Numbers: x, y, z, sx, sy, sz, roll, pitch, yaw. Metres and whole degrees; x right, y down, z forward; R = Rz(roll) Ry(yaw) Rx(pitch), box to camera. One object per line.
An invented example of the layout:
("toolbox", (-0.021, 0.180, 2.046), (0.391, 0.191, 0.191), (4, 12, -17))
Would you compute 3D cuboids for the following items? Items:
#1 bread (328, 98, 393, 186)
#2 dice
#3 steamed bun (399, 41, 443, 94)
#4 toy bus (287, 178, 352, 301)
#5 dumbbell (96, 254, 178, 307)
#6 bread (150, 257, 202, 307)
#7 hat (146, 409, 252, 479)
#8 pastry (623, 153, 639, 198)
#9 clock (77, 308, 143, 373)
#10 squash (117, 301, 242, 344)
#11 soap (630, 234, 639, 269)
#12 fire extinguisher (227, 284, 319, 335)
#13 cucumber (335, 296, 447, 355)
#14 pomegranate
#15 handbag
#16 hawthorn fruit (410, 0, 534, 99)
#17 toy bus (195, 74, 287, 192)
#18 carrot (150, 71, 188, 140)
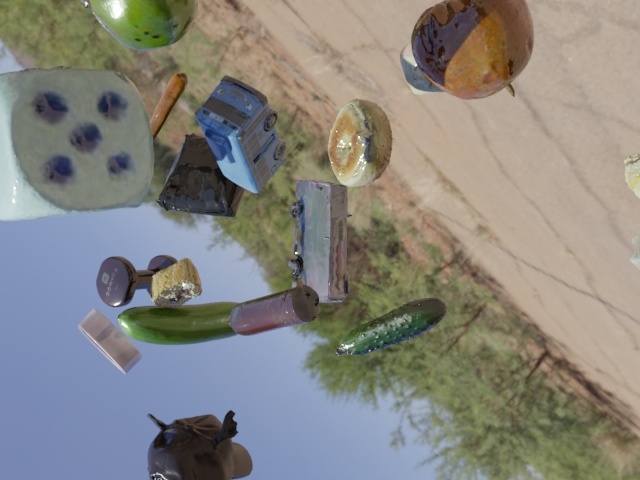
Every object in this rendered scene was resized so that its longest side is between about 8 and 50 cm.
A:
("bread", (0.145, -0.327, 2.230), (0.159, 0.305, 0.305), (0, -160, -25))
("dice", (-0.492, -0.176, 1.248), (0.265, 0.262, 0.268), (-9, -173, -40))
("steamed bun", (0.341, -0.487, 1.815), (0.239, 0.152, 0.170), (-2, 127, 31))
("toy bus", (0.000, 0.000, 1.659), (0.138, 0.316, 0.112), (-2, 176, 40))
("dumbbell", (-0.502, 0.110, 1.830), (0.124, 0.140, 0.225), (27, -168, 27))
("bread", (-0.359, 0.111, 1.648), (0.082, 0.125, 0.106), (55, -167, -35))
("hat", (-0.293, 0.498, 1.645), (0.238, 0.208, 0.336), (9, -176, 25))
("pastry", (0.811, -0.174, 1.513), (0.258, 0.089, 0.121), (-17, 85, 56))
("clock", (-0.591, 0.284, 1.836), (0.197, 0.068, 0.197), (37, 156, 19))
("squash", (-0.329, 0.216, 1.707), (0.395, 0.107, 0.107), (0, -155, -33))
("soap", (0.828, 0.071, 1.413), (0.274, 0.089, 0.173), (35, 146, -16))
("fire extinguisher", (-0.104, 0.142, 1.294), (0.268, 0.089, 0.072), (-20, 99, 46))
("cucumber", (0.131, 0.166, 1.233), (0.069, 0.227, 0.069), (62, -169, -21))
("pomegranate", (-0.370, -0.581, 1.477), (0.260, 0.341, 0.260), (63, -178, -5))
("handbag", (-0.296, -0.180, 1.718), (0.223, 0.246, 0.080), (8, 148, 14))
("hawthorn fruit", (0.374, -0.447, 1.521), (0.298, 0.277, 0.277), (50, 177, -19))
("toy bus", (-0.158, -0.209, 1.328), (0.116, 0.133, 0.234), (31, 163, 20))
("carrot", (-0.402, -0.324, 1.661), (0.043, 0.248, 0.043), (28, -152, -16))
